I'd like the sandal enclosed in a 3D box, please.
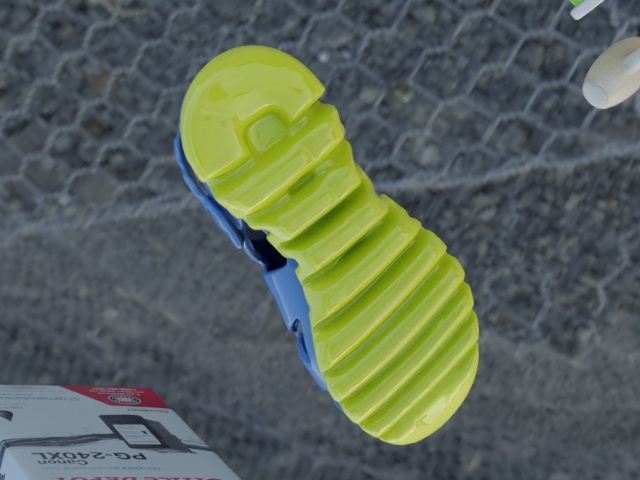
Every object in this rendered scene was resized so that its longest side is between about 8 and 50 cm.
[{"bbox_3d":[0.000,0.000,1.183,0.317,0.126,0.138,61,166,-20],"label":"sandal"}]

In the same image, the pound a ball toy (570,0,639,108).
[{"bbox_3d":[0.297,-0.280,1.470,0.208,0.136,0.319,48,142,-2],"label":"pound a ball toy"}]

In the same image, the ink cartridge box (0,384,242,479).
[{"bbox_3d":[-0.109,0.123,0.837,0.150,0.109,0.063,31,113,60],"label":"ink cartridge box"}]
